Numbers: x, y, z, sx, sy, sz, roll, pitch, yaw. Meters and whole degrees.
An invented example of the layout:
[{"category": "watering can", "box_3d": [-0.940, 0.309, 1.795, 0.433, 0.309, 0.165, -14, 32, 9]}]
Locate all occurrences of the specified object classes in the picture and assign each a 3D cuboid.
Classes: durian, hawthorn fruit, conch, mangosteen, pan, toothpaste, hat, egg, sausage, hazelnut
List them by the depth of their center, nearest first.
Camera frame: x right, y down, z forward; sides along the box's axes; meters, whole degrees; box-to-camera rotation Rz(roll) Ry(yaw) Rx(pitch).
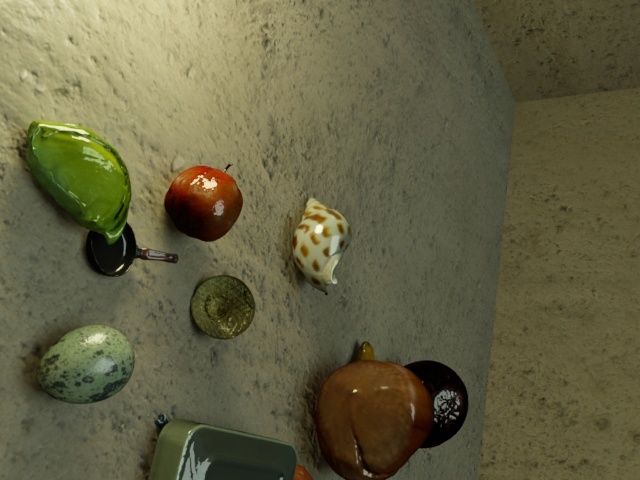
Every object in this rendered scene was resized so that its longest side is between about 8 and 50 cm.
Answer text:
[{"category": "egg", "box_3d": [-0.402, 0.214, 1.225, 0.172, 0.132, 0.132, -12, 99, -47]}, {"category": "durian", "box_3d": [-0.414, -0.113, 1.257, 0.139, 0.101, 0.250, -48, 131, -12]}, {"category": "pan", "box_3d": [-0.366, 0.019, 1.386, 0.212, 0.040, 0.115, 15, 74, -52]}, {"category": "toothpaste", "box_3d": [-0.314, 0.395, 1.482, 0.027, 0.019, 0.083, -43, 124, -30]}, {"category": "hawthorn fruit", "box_3d": [-0.235, -0.093, 1.506, 0.194, 0.157, 0.157, -60, 138, -36]}, {"category": "hat", "box_3d": [-0.225, 0.154, 1.615, 0.146, 0.067, 0.146, 4, 76, -19]}, {"category": "sausage", "box_3d": [-0.049, 0.661, 1.868, 0.089, 0.089, 0.179, -45, 117, -52]}, {"category": "conch", "box_3d": [0.000, 0.000, 1.931, 0.148, 0.183, 0.275, 26, 45, -13]}, {"category": "hazelnut", "box_3d": [0.152, 0.501, 2.001, 0.372, 0.372, 0.315, 35, 21, -55]}, {"category": "mangosteen", "box_3d": [0.342, 0.539, 2.395, 0.297, 0.293, 0.297, -12, 119, -22]}]

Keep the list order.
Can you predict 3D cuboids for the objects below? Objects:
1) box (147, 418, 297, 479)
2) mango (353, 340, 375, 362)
[{"category": "box", "box_3d": [-0.217, 0.602, 1.514, 0.396, 0.111, 0.397, 31, 65, -50]}, {"category": "mango", "box_3d": [0.128, 0.406, 2.206, 0.098, 0.075, 0.190, 70, 27, -44]}]
